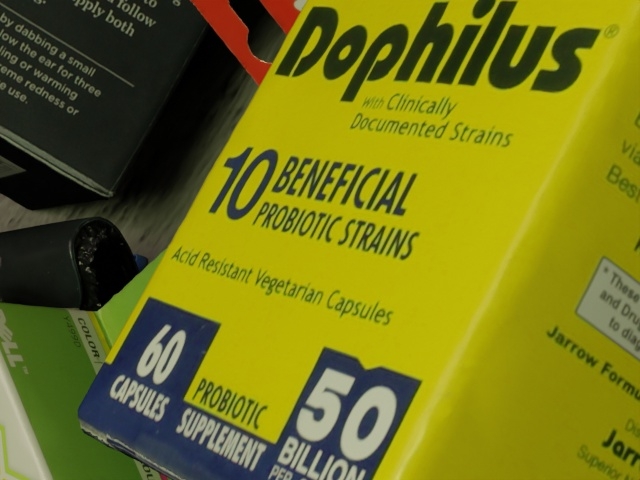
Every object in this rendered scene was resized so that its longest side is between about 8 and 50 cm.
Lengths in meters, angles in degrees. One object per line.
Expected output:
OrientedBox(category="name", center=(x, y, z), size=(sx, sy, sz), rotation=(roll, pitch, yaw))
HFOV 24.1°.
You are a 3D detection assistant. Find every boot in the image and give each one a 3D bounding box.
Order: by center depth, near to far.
OrientedBox(category="boot", center=(-0.200, 0.107, 0.918), size=(0.207, 0.094, 0.247), rotation=(1, 98, 28))

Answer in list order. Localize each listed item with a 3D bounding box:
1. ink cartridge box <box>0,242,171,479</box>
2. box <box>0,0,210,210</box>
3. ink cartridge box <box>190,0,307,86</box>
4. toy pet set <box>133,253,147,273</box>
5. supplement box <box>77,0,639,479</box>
OrientedBox(category="ink cartridge box", center=(-0.111, 0.106, 0.748), size=(0.255, 0.097, 0.189), rotation=(-40, 64, 25))
OrientedBox(category="box", center=(-0.167, -0.241, 1.040), size=(0.395, 0.212, 0.293), rotation=(-62, 17, -11))
OrientedBox(category="ink cartridge box", center=(0.030, -0.139, 0.764), size=(0.232, 0.189, 0.066), rotation=(-32, 13, 30))
OrientedBox(category="toy pet set", center=(-0.194, 0.046, 1.011), size=(0.114, 0.065, 0.122), rotation=(7, 67, 55))
OrientedBox(category="supplement box", center=(0.105, -0.028, 0.553), size=(0.194, 0.195, 0.357), rotation=(13, 72, 56))
